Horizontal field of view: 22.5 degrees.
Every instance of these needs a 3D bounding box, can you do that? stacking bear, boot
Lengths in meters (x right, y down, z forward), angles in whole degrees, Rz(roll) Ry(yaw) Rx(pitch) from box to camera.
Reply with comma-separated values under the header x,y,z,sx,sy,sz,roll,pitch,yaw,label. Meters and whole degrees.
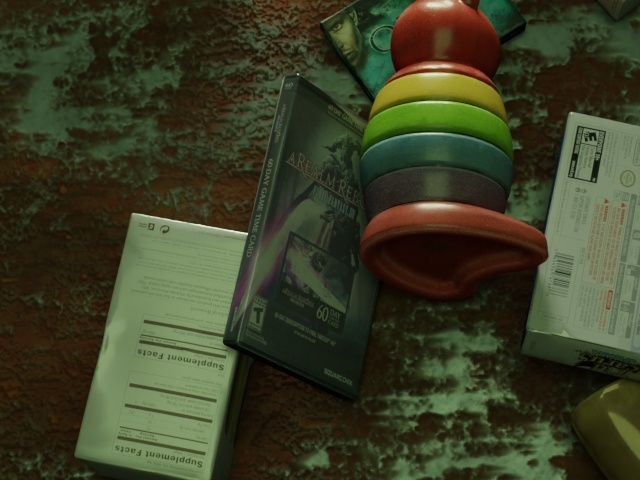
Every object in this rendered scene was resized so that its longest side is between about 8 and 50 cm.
x,y,z,sx,sy,sz,roll,pitch,yaw,label
0.122,-0.111,1.612,0.164,0.175,0.289,18,62,-30,stacking bear
0.407,0.227,1.545,0.236,0.089,0.269,-21,62,-15,boot

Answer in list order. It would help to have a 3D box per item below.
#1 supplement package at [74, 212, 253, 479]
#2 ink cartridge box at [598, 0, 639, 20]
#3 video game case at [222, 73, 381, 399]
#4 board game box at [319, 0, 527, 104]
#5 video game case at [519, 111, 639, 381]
x,y,z,sx,sy,sz,roll,pitch,yaw,label
-0.139,0.117,1.580,0.134,0.139,0.244,10,75,6,supplement package
0.315,-0.322,1.737,0.099,0.056,0.135,-37,76,-9,ink cartridge box
0.000,0.000,1.593,0.026,0.196,0.274,0,70,38,video game case
0.110,-0.231,1.733,0.186,0.026,0.126,-33,76,-8,board game box
0.342,0.016,1.602,0.244,0.061,0.269,13,59,6,video game case
